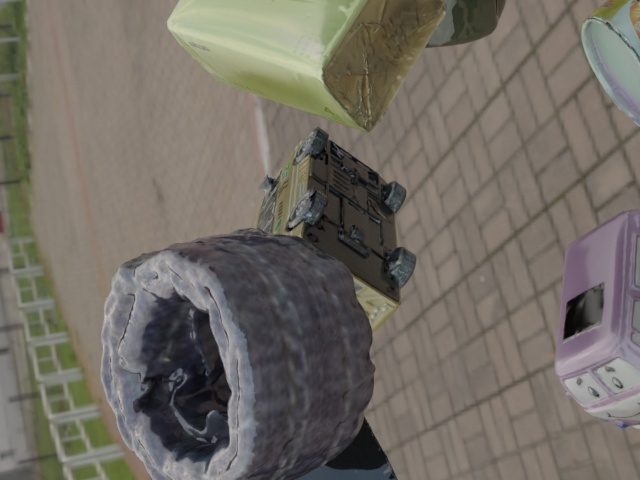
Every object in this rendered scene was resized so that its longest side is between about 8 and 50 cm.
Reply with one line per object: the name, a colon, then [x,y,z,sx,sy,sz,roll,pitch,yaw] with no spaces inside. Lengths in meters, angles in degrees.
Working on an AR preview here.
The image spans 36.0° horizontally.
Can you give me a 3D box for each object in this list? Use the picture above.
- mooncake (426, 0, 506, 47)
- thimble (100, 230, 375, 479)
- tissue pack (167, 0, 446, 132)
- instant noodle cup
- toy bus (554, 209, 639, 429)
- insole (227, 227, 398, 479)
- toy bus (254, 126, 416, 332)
mooncake: [0.138,-0.369,1.423,0.275,0.274,0.135,-128,24,-54]
thimble: [-0.048,0.068,0.549,0.150,0.097,0.150,14,109,45]
tissue pack: [-0.019,-0.226,0.998,0.234,0.159,0.125,25,168,39]
instant noodle cup: [0.416,-0.231,1.162,0.205,0.153,0.205,56,-179,-1]
toy bus: [0.330,0.085,1.019,0.142,0.142,0.203,138,149,-58]
insole: [-0.013,0.134,0.631,0.012,0.110,0.310,15,-132,-63]
toy bus: [0.000,0.000,1.357,0.202,0.177,0.365,-49,16,23]
